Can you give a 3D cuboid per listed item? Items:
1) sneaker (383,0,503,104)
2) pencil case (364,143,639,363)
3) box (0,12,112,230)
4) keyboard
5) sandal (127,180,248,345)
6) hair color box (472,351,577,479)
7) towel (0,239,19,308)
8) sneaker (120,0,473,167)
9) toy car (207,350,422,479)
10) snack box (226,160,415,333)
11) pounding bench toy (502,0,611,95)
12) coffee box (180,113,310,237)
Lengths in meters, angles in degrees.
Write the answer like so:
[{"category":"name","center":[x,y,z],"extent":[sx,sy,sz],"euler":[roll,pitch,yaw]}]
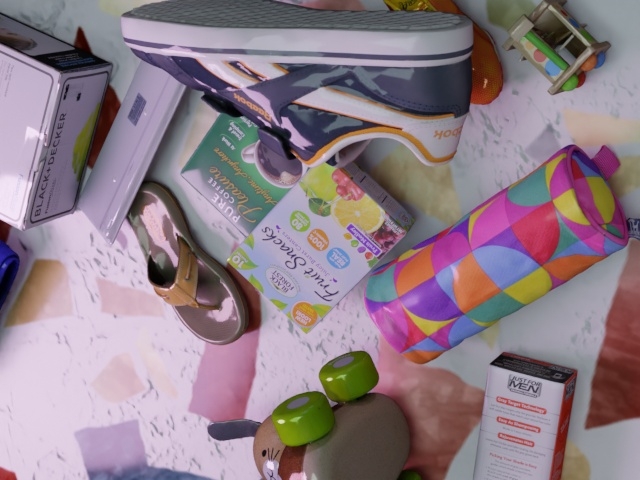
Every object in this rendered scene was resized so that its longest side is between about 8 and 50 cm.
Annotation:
[{"category":"sneaker","center":[0.088,-0.183,1.202],"extent":[0.064,0.067,0.175],"euler":[-39,85,26]},{"category":"pencil case","center":[0.149,0.014,1.201],"extent":[0.236,0.104,0.104],"euler":[-33,86,29]},{"category":"box","center":[-0.361,-0.146,1.423],"extent":[0.290,0.087,0.169],"euler":[25,111,20]},{"category":"keyboard","center":[-0.167,-0.119,1.362],"extent":[0.072,0.014,0.256],"euler":[50,121,41]},{"category":"sandal","center":[-0.138,0.025,1.372],"extent":[0.072,0.049,0.180],"euler":[-35,85,28]},{"category":"hair color box","center":[0.176,0.176,1.254],"extent":[0.072,0.043,0.141],"euler":[14,109,23]},{"category":"towel","center":[-0.471,0.021,1.512],"extent":[0.308,0.076,0.228],"euler":[36,121,15]},{"category":"sneaker","center":[-0.028,-0.129,1.192],"extent":[0.321,0.126,0.128],"euler":[11,115,30]},{"category":"toy car","center":[-0.023,0.203,1.314],"extent":[0.188,0.149,0.155],"euler":[-11,107,39]},{"category":"snack box","center":[0.000,0.000,1.268],"extent":[0.100,0.037,0.141],"euler":[44,115,-1]},{"category":"pounding bench toy","center":[0.187,-0.152,1.149],"extent":[0.065,0.083,0.052],"euler":[47,117,10]},{"category":"coffee box","center":[-0.036,-0.093,1.299],"extent":[0.113,0.040,0.184],"euler":[42,116,12]}]
